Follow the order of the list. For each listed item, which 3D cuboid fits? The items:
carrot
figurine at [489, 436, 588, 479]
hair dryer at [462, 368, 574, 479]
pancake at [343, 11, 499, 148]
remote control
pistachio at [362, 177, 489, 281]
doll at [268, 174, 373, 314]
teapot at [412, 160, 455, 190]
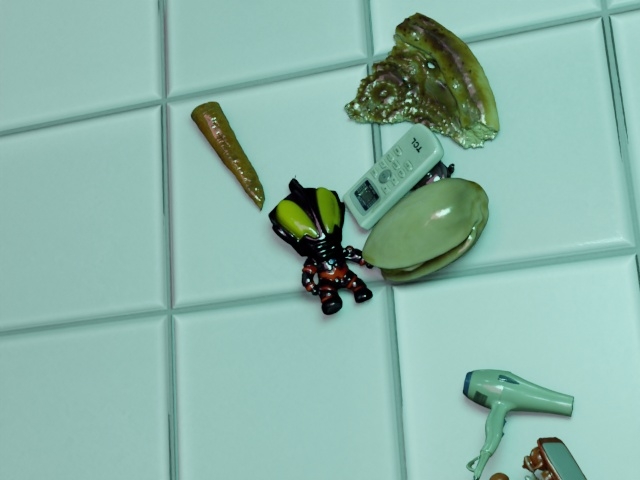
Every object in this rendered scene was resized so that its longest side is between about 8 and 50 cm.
[{"bbox_3d":[-0.151,-0.147,1.850,0.057,0.057,0.224,-36,71,8],"label":"carrot"},{"bbox_3d":[0.285,0.420,1.514,0.226,0.160,0.183,-36,67,17],"label":"figurine"},{"bbox_3d":[0.296,0.274,1.549,0.167,0.067,0.199,0,43,4],"label":"hair dryer"},{"bbox_3d":[0.155,-0.248,1.760,0.244,0.057,0.266,-23,72,14],"label":"pancake"},{"bbox_3d":[0.120,-0.107,1.724,0.190,0.029,0.087,-44,44,15],"label":"remote control"},{"bbox_3d":[0.169,-0.019,1.661,0.215,0.144,0.144,-30,69,17],"label":"pistachio"},{"bbox_3d":[0.002,-0.002,1.741,0.088,0.127,0.248,-43,60,43],"label":"doll"},{"bbox_3d":[0.175,-0.103,1.724,0.100,0.045,0.067,-22,69,13],"label":"teapot"}]
